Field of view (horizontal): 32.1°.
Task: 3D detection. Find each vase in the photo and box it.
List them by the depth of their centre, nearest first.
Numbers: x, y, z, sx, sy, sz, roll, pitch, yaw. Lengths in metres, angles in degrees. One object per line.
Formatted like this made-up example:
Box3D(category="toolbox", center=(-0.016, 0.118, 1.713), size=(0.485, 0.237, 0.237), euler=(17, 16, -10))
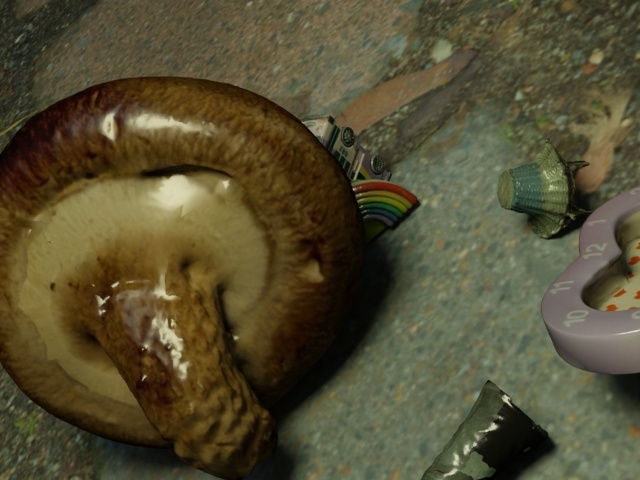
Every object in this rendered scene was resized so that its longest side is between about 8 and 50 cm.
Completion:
Box3D(category="vase", center=(0.086, 0.180, 0.787), size=(0.167, 0.059, 0.059), euler=(-48, 38, -1))

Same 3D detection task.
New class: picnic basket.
Box3D(category="picnic basket", center=(0.187, -0.040, 0.889), size=(0.083, 0.083, 0.065), euler=(-2, 38, -14))

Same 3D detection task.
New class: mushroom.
Box3D(category="mushroom", center=(-0.137, 0.021, 0.954), size=(0.345, 0.345, 0.239), euler=(-52, 1, -6))

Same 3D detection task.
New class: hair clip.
Box3D(category="hair clip", center=(0.000, 0.000, 1.030), size=(0.188, 0.060, 0.033), euler=(-36, 22, 21))

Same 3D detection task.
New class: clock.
Box3D(category="clock", center=(0.249, 0.025, 0.739), size=(0.172, 0.064, 0.198), euler=(-8, 29, 36))

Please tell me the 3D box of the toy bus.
Box3D(category="toy bus", center=(0.014, -0.069, 1.040), size=(0.052, 0.102, 0.058), euler=(-3, 58, 42))
